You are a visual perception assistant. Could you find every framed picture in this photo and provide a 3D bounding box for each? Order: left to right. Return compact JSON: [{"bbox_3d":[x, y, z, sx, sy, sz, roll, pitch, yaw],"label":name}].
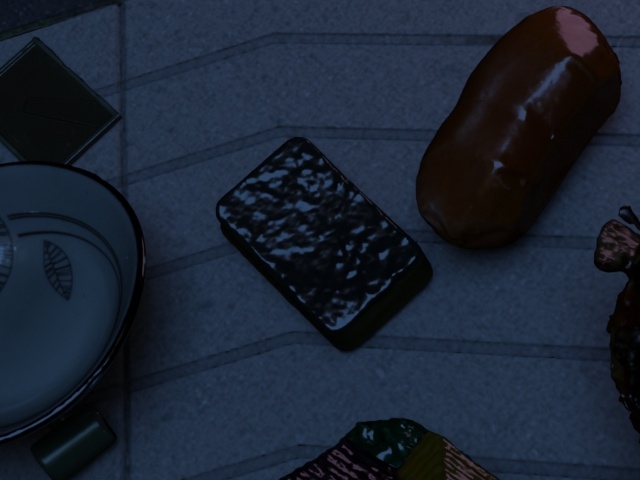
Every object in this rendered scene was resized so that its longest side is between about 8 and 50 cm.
[{"bbox_3d":[-0.296,-0.138,1.456,0.109,0.011,0.149,-44,67,-8],"label":"framed picture"}]

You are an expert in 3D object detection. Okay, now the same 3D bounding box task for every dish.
[{"bbox_3d":[-0.297,0.076,1.300,0.317,0.106,0.316,-7,53,10],"label":"dish"}]

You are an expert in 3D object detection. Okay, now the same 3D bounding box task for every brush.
[{"bbox_3d":[0.000,0.000,1.314,0.123,0.059,0.197,-43,67,-7],"label":"brush"}]

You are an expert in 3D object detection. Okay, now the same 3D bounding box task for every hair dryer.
[{"bbox_3d":[-0.260,0.159,1.315,0.071,0.047,0.150,-37,55,-10],"label":"hair dryer"}]

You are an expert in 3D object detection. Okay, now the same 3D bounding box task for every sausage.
[{"bbox_3d":[0.184,-0.105,1.289,0.133,0.133,0.258,30,80,21],"label":"sausage"}]

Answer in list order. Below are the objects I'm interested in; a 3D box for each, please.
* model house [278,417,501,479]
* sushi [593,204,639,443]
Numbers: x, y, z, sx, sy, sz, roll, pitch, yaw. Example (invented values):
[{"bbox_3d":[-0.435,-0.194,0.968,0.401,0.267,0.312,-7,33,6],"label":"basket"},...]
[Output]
[{"bbox_3d":[0.072,0.256,1.090,0.281,0.248,0.230,32,76,21],"label":"model house"},{"bbox_3d":[0.325,0.126,1.099,0.182,0.196,0.343,-15,78,18],"label":"sushi"}]
